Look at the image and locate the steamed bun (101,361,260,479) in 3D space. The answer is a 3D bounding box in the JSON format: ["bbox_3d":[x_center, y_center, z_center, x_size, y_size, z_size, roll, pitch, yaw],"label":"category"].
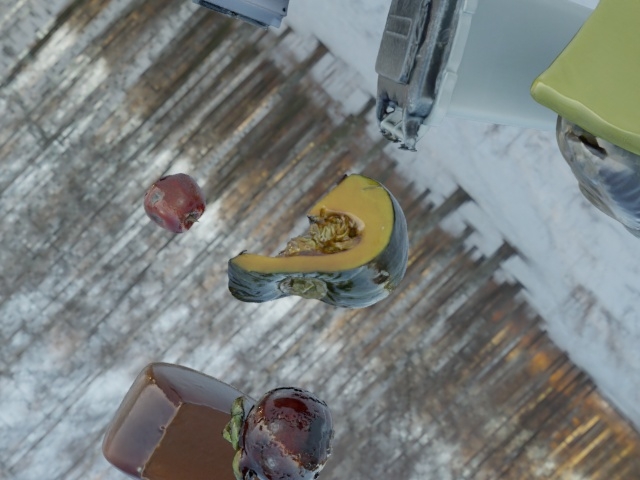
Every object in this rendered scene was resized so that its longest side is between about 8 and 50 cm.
[{"bbox_3d":[-0.250,0.386,1.966,0.379,0.235,0.248,29,180,-39],"label":"steamed bun"}]

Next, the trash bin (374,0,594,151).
[{"bbox_3d":[0.283,-0.262,1.514,0.367,0.296,0.256,11,-168,-15],"label":"trash bin"}]

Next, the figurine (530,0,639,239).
[{"bbox_3d":[0.475,-0.145,1.214,0.266,0.361,0.378,54,-177,36],"label":"figurine"}]

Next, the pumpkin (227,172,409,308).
[{"bbox_3d":[0.000,-0.001,1.573,0.139,0.280,0.190,82,-169,-62],"label":"pumpkin"}]

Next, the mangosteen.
[{"bbox_3d":[-0.069,0.308,1.551,0.166,0.180,0.166,-3,-90,-74],"label":"mangosteen"}]

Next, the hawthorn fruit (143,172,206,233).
[{"bbox_3d":[-0.208,-0.050,1.434,0.093,0.093,0.093,46,-177,-3],"label":"hawthorn fruit"}]

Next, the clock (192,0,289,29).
[{"bbox_3d":[-0.151,-0.515,1.825,0.186,0.083,0.253,16,-130,-26],"label":"clock"}]
